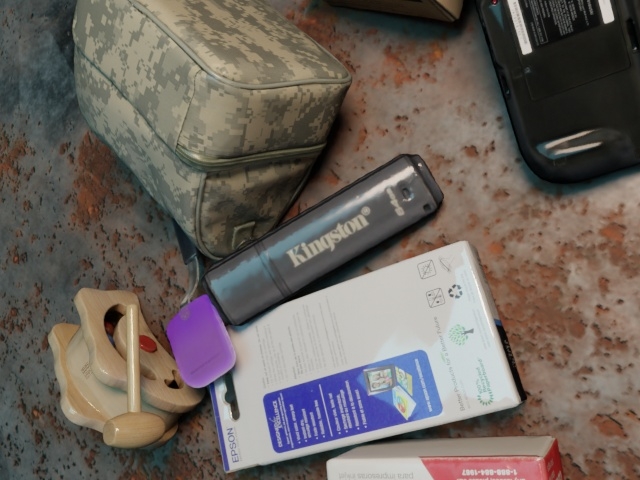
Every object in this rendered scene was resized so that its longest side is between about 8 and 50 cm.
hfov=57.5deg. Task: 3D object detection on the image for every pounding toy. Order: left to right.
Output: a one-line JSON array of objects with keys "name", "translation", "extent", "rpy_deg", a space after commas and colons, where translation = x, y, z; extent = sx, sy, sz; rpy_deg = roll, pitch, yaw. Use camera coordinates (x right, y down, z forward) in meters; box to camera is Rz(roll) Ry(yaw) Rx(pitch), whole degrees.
[{"name": "pounding toy", "translation": [-0.213, 0.144, 0.715], "extent": [0.155, 0.154, 0.269], "rpy_deg": [-51, 45, 11]}]

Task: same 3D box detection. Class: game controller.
[{"name": "game controller", "translation": [0.227, -0.211, 0.509], "extent": [0.167, 0.067, 0.319], "rpy_deg": [-16, 103, 24]}]

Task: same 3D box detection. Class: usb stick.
[{"name": "usb stick", "translation": [0.000, 0.000, 0.638], "extent": [0.278, 0.045, 0.077], "rpy_deg": [-30, 83, 5]}]

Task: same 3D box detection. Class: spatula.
[{"name": "spatula", "translation": [-0.163, 0.040, 0.722], "extent": [0.084, 0.030, 0.296], "rpy_deg": [-38, 47, 22]}]

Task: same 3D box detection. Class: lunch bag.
[{"name": "lunch bag", "translation": [-0.148, -0.153, 0.683], "extent": [0.305, 0.213, 0.256], "rpy_deg": [44, 128, 25]}]

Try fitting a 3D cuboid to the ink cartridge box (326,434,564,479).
[{"name": "ink cartridge box", "translation": [0.126, 0.325, 0.519], "extent": [0.197, 0.114, 0.272], "rpy_deg": [-11, 78, 25]}]

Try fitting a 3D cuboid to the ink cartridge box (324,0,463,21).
[{"name": "ink cartridge box", "translation": [0.092, -0.377, 0.635], "extent": [0.193, 0.088, 0.234], "rpy_deg": [26, 99, 40]}]

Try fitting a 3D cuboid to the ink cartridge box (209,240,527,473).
[{"name": "ink cartridge box", "translation": [0.030, 0.132, 0.628], "extent": [0.333, 0.065, 0.165], "rpy_deg": [-20, 73, 22]}]
